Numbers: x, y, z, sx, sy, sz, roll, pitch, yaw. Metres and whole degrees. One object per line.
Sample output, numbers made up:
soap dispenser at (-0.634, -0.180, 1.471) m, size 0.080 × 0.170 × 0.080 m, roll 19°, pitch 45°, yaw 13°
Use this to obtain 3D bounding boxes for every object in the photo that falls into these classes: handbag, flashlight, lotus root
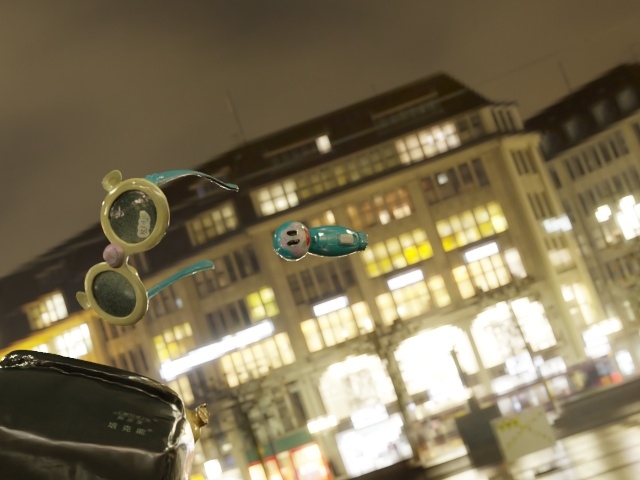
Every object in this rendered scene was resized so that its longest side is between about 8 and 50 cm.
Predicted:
handbag at (-0.296, 0.231, 1.421) m, size 0.302 × 0.177 × 0.275 m, roll 11°, pitch 7°, yaw 3°
flashlight at (0.000, 0.000, 1.490) m, size 0.129 × 0.051 × 0.051 m, roll -1°, pitch -19°, yaw -33°
lotus root at (-0.230, 0.295, 1.760) m, size 0.150 × 0.073 × 0.062 m, roll -31°, pitch -36°, yaw -3°

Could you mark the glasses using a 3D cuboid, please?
glasses at (-0.171, 0.004, 1.413) m, size 0.221 × 0.088 × 0.189 m, roll -11°, pitch -55°, yaw -49°
